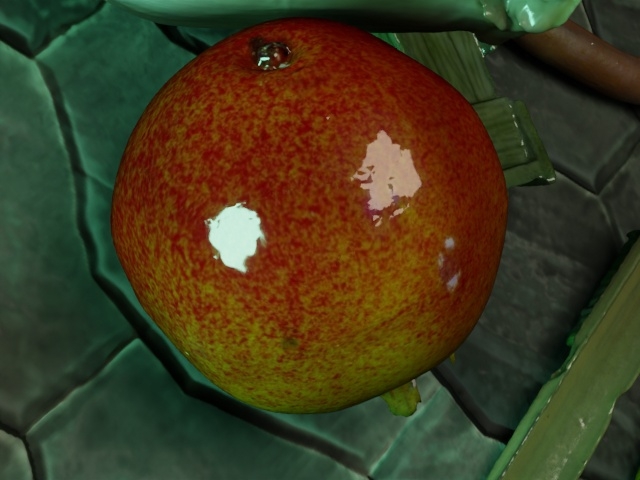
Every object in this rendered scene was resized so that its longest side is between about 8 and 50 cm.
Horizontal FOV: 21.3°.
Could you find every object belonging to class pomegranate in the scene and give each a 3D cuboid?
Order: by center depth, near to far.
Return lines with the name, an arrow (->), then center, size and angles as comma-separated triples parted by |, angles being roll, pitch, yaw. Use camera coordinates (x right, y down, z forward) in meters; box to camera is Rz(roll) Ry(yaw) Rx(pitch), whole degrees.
pomegranate -> 0.000, 0.000, 0.952 | 0.256, 0.221, 0.221 | 59, 42, -38

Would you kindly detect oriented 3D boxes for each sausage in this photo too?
sausage -> 0.205, -0.140, 1.278 | 0.177, 0.040, 0.047 | 21, 52, -29

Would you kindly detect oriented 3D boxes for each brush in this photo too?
brush -> 0.181, 0.092, 1.157 | 0.054, 0.048, 0.282 | 43, 58, -11

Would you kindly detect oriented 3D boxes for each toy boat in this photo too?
toy boat -> 0.073, -0.159, 1.178 | 0.093, 0.055, 0.293 | -17, 82, -40

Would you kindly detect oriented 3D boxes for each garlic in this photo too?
garlic -> -0.007, -0.184, 0.983 | 0.325, 0.279, 0.132 | 8, 81, -16

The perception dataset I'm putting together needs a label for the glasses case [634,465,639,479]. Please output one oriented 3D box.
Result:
glasses case -> 0.380, 0.160, 1.211 | 0.371, 0.141, 0.173 | -10, 76, -40
